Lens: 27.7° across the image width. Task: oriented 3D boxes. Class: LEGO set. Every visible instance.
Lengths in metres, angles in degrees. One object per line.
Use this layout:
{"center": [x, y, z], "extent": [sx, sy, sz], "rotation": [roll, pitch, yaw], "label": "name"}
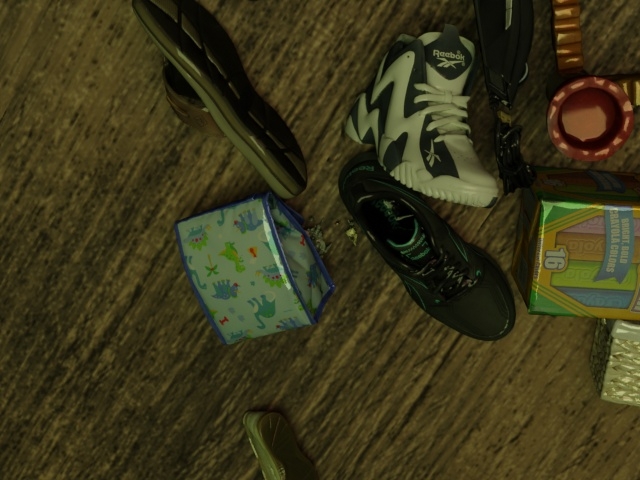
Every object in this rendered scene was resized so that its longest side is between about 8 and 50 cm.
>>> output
{"center": [0.000, -0.003, 1.465], "extent": [0.083, 0.023, 0.054], "rotation": [-24, 105, 11], "label": "LEGO set"}

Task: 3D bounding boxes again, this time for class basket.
{"center": [0.389, 0.126, 1.439], "extent": [0.167, 0.113, 0.103], "rotation": [9, 111, 1], "label": "basket"}

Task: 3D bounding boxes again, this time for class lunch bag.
{"center": [-0.076, 0.025, 1.429], "extent": [0.129, 0.096, 0.151], "rotation": [-17, 115, 27], "label": "lunch bag"}

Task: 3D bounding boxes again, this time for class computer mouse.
{"center": [0.198, -0.178, 1.342], "extent": [0.060, 0.184, 0.262], "rotation": [-9, 70, 9], "label": "computer mouse"}

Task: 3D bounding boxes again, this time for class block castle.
{"center": [0.346, -0.319, 1.244], "extent": [0.303, 0.213, 0.453], "rotation": [-7, 107, 5], "label": "block castle"}

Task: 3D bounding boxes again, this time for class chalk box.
{"center": [0.324, 0.004, 1.391], "extent": [0.213, 0.132, 0.132], "rotation": [3, 108, -1], "label": "chalk box"}

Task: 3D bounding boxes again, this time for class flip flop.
{"center": [-0.116, -0.151, 1.391], "extent": [0.080, 0.112, 0.277], "rotation": [-28, 110, 26], "label": "flip flop"}

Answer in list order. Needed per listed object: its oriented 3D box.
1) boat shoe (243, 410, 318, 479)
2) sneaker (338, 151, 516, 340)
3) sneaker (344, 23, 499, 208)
{"center": [-0.047, 0.271, 1.549], "extent": [0.056, 0.048, 0.153], "rotation": [-38, 113, -32], "label": "boat shoe"}
{"center": [0.115, 0.023, 1.426], "extent": [0.101, 0.106, 0.267], "rotation": [-43, 102, 14], "label": "sneaker"}
{"center": [0.121, -0.137, 1.316], "extent": [0.094, 0.235, 0.153], "rotation": [12, 110, -27], "label": "sneaker"}
